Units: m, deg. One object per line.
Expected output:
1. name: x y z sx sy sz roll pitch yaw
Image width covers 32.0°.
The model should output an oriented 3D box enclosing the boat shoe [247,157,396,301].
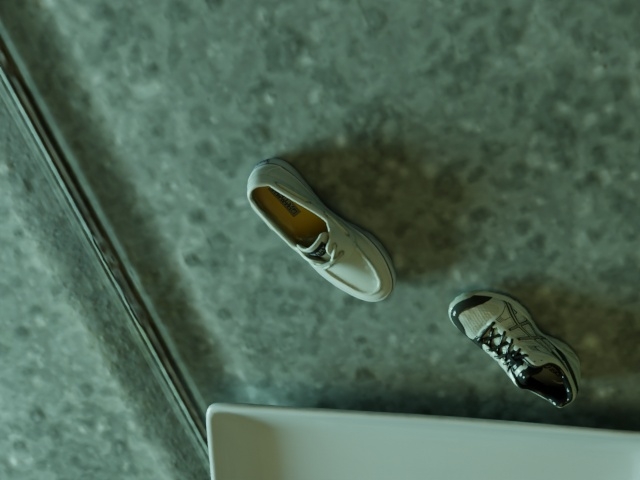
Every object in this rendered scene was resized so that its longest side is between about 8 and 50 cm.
1. boat shoe: 0.000 0.000 0.580 0.035 0.035 0.100 -38 105 23

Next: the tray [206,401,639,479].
1. tray: 0.071 0.156 0.651 0.270 0.030 0.145 3 116 7

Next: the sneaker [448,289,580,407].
1. sneaker: 0.105 0.057 0.593 0.083 0.037 0.032 32 118 -6
